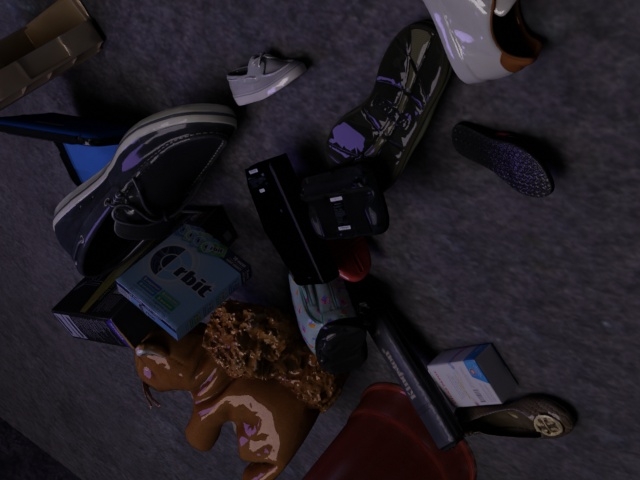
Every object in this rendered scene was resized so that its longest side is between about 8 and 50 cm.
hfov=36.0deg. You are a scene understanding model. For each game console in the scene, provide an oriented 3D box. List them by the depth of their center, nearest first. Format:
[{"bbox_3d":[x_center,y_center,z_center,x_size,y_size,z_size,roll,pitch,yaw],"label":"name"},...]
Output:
[{"bbox_3d":[0.001,-0.036,1.489,0.361,0.044,0.213,-7,109,62],"label":"game console"},{"bbox_3d":[-0.463,-0.152,1.938,0.293,0.250,0.173,11,105,30],"label":"game console"}]

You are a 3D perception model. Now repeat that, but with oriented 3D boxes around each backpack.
[{"bbox_3d":[0.014,0.119,1.677,0.152,0.115,0.182,101,156,-48],"label":"backpack"}]

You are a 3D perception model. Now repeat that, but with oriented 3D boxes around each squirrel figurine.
[{"bbox_3d":[-0.158,0.226,1.861,0.370,0.281,0.397,37,130,-5],"label":"squirrel figurine"}]

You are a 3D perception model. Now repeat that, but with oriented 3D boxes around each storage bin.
[{"bbox_3d":[-0.577,-0.328,1.844,0.260,0.262,0.123,-11,115,53],"label":"storage bin"}]

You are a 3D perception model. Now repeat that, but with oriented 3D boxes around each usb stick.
[{"bbox_3d":[0.155,0.228,1.668,0.278,0.045,0.077,59,162,12],"label":"usb stick"}]

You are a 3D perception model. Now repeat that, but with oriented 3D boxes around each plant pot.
[{"bbox_3d":[0.099,0.449,1.808,0.272,0.265,0.272,30,142,28],"label":"plant pot"}]

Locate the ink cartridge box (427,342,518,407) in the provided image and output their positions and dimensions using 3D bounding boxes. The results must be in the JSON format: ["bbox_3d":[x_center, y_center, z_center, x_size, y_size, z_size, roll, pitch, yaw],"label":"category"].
[{"bbox_3d":[0.246,0.221,1.604,0.122,0.052,0.088,-20,106,54],"label":"ink cartridge box"}]

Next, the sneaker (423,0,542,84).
[{"bbox_3d":[0.169,-0.318,1.130,0.123,0.106,0.290,-4,130,47],"label":"sneaker"}]

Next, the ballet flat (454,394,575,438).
[{"bbox_3d":[0.305,0.295,1.601,0.250,0.058,0.084,-9,116,53],"label":"ballet flat"}]

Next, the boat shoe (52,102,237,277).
[{"bbox_3d":[-0.309,-0.083,1.758,0.500,0.186,0.156,-34,67,37],"label":"boat shoe"}]

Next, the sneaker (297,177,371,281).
[{"bbox_3d":[0.000,0.000,1.670,0.221,0.087,0.128,52,158,20],"label":"sneaker"}]

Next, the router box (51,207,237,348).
[{"bbox_3d":[-0.341,0.065,1.908,0.243,0.309,0.081,1,133,50],"label":"router box"}]

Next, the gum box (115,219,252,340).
[{"bbox_3d":[-0.242,0.067,1.752,0.157,0.184,0.041,35,151,23],"label":"gum box"}]

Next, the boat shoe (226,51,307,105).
[{"bbox_3d":[-0.088,-0.259,1.525,0.063,0.066,0.184,59,156,-15],"label":"boat shoe"}]

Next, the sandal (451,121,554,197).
[{"bbox_3d":[0.245,-0.115,1.295,0.179,0.040,0.067,38,142,44],"label":"sandal"}]

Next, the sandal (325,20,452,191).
[{"bbox_3d":[0.108,-0.172,1.361,0.120,0.086,0.303,48,133,13],"label":"sandal"}]
